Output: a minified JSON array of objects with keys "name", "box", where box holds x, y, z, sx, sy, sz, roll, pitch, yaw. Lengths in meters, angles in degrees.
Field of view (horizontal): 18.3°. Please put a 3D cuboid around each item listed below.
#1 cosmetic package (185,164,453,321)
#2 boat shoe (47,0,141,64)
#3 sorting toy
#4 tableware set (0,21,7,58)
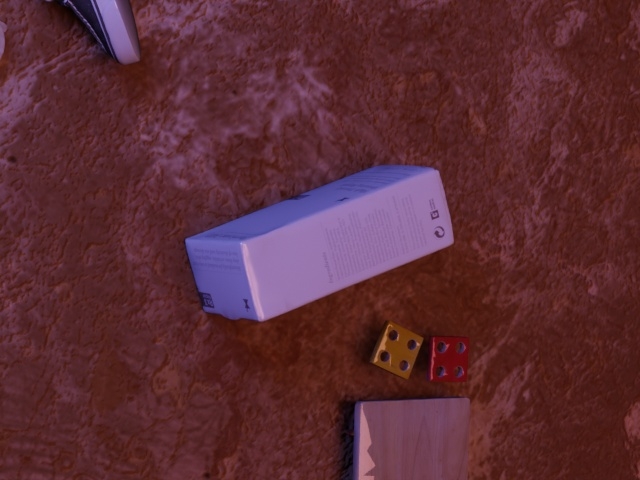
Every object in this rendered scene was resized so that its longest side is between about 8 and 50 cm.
[{"name":"cosmetic package","box":[0.000,0.000,1.916,0.231,0.117,0.085,-20,102,-30]},{"name":"boat shoe","box":[-0.229,-0.252,1.796,0.070,0.078,0.219,-22,111,8]},{"name":"sorting toy","box":[0.084,0.215,2.017,0.132,0.046,0.274,0,93,-31]},{"name":"tableware set","box":[-0.354,-0.141,1.752,0.141,0.020,0.168,12,88,-30]}]
